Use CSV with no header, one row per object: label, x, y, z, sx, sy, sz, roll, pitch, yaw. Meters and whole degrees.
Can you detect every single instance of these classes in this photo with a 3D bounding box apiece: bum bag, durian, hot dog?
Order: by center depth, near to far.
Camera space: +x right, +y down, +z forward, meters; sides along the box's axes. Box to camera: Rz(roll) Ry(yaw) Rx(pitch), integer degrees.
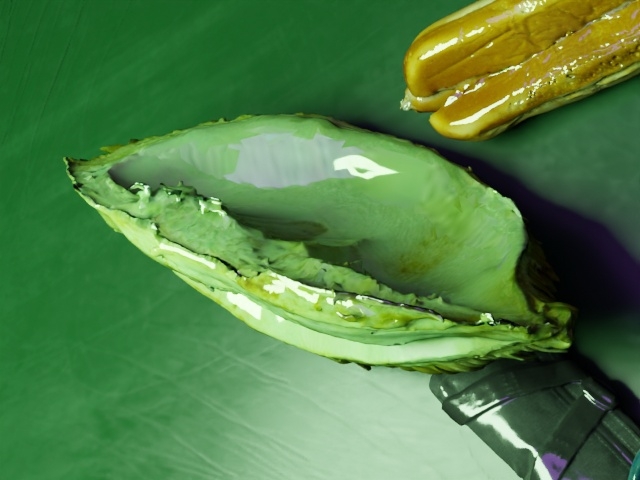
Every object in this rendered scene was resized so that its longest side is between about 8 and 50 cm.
bum bag,0.146,0.119,0.920,0.087,0.049,0.198,-38,59,-8
durian,0.005,-0.010,0.939,0.394,0.198,0.163,25,85,44
hot dog,0.150,-0.133,0.957,0.235,0.062,0.092,-22,106,24

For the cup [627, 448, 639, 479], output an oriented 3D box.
cup,0.324,0.124,0.720,0.242,0.308,0.292,-16,64,-15
